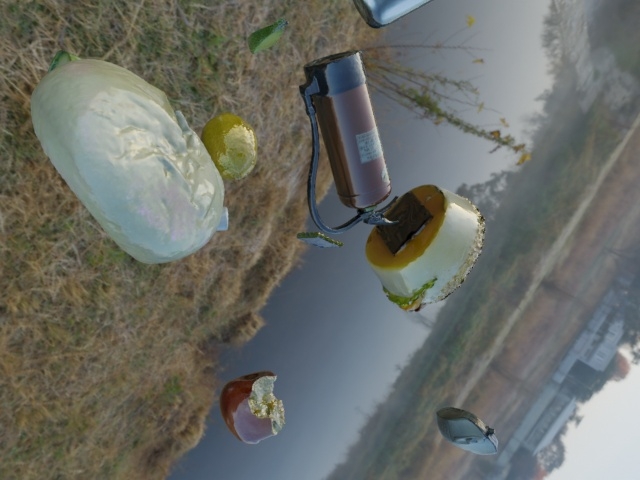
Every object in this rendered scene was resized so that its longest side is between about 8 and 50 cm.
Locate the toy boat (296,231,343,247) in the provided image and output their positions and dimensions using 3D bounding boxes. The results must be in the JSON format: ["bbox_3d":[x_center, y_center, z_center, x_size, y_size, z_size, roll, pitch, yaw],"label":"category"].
[{"bbox_3d":[0.000,0.000,1.181,0.115,0.063,0.016,24,69,-57],"label":"toy boat"}]

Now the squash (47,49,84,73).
[{"bbox_3d":[-0.517,-0.312,1.104,0.123,0.170,0.170,-3,122,-50],"label":"squash"}]

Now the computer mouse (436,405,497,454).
[{"bbox_3d":[0.342,0.461,1.233,0.068,0.113,0.229,-44,-179,-16],"label":"computer mouse"}]

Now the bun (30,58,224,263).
[{"bbox_3d":[-0.305,-0.136,0.872,0.213,0.361,0.361,-33,150,-9],"label":"bun"}]

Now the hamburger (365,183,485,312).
[{"bbox_3d":[0.243,0.013,1.198,0.179,0.276,0.294,36,102,-26],"label":"hamburger"}]

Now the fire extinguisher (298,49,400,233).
[{"bbox_3d":[0.041,-0.167,1.028,0.200,0.113,0.376,-21,114,-5],"label":"fire extinguisher"}]

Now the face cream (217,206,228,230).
[{"bbox_3d":[-0.461,-0.070,1.681,0.314,0.089,0.143,0,157,-11],"label":"face cream"}]

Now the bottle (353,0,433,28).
[{"bbox_3d":[0.155,-0.311,0.546,0.254,0.096,0.079,-28,-167,5],"label":"bottle"}]

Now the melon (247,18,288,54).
[{"bbox_3d":[-0.174,-0.700,1.771,0.114,0.262,0.053,-5,95,-27],"label":"melon"}]

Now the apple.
[{"bbox_3d":[-0.166,0.406,1.242,0.156,0.147,0.158,101,-21,-87],"label":"apple"}]

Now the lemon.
[{"bbox_3d":[-0.319,-0.329,1.803,0.204,0.260,0.204,-13,168,-3],"label":"lemon"}]
